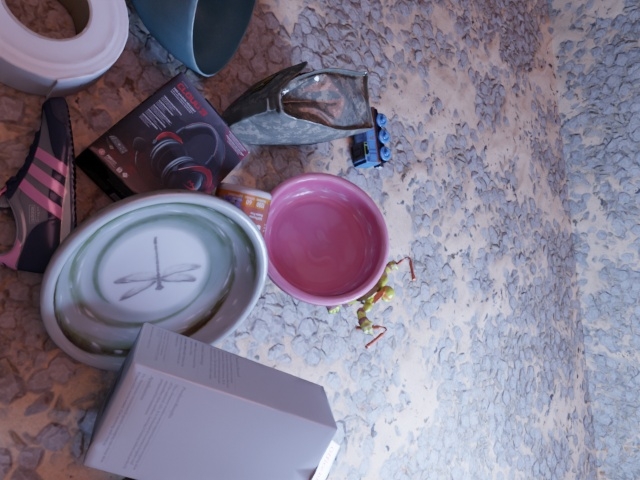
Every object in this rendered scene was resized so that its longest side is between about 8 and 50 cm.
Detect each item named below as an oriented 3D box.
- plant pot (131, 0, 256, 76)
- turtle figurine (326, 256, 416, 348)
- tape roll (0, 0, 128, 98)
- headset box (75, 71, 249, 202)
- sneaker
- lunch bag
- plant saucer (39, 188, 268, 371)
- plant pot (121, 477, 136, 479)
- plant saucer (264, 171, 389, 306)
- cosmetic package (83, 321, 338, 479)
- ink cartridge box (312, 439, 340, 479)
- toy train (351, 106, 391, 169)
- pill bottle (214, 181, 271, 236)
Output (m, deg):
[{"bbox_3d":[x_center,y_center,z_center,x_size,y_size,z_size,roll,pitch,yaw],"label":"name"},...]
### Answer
[{"bbox_3d":[-0.275,-0.516,1.036,0.196,0.290,0.290,25,63,4],"label":"plant pot"},{"bbox_3d":[0.107,0.142,1.263,0.087,0.217,0.269,43,59,-27],"label":"turtle figurine"},{"bbox_3d":[-0.504,-0.412,0.911,0.286,0.100,0.286,7,79,-40],"label":"tape roll"},{"bbox_3d":[-0.305,-0.182,1.035,0.218,0.110,0.293,51,55,-22],"label":"headset box"},{"bbox_3d":[-0.494,-0.102,0.870,0.131,0.112,0.318,0,79,-24],"label":"sneaker"},{"bbox_3d":[-0.061,-0.310,1.177,0.287,0.235,0.168,-12,97,-41],"label":"lunch bag"},{"bbox_3d":[-0.299,0.067,0.935,0.401,0.100,0.400,-19,132,-22],"label":"plant saucer"},{"bbox_3d":[-0.287,0.541,0.881,0.229,0.263,0.263,35,61,-11],"label":"plant pot"},{"bbox_3d":[0.000,0.000,1.222,0.332,0.084,0.332,6,71,-16],"label":"plant saucer"},{"bbox_3d":[-0.188,0.330,0.917,0.385,0.156,0.217,26,100,-19],"label":"cosmetic package"},{"bbox_3d":[-0.078,0.480,1.143,0.218,0.092,0.158,46,58,-27],"label":"ink cartridge box"},{"bbox_3d":[0.142,-0.294,1.451,0.105,0.080,0.184,-3,86,-34],"label":"toy train"},{"bbox_3d":[-0.184,-0.009,1.091,0.121,0.121,0.216,11,91,-39],"label":"pill bottle"}]
